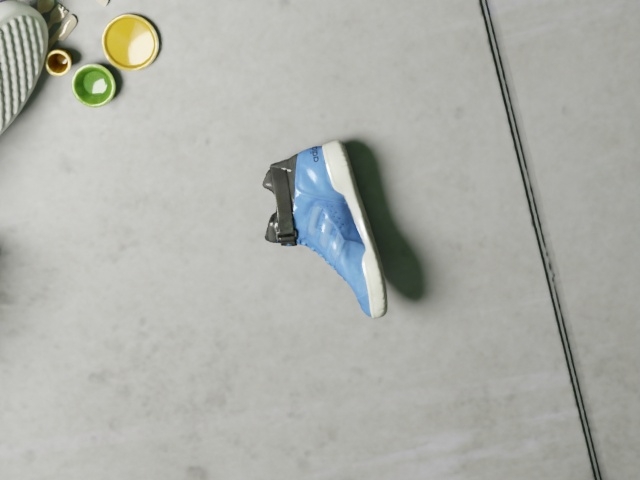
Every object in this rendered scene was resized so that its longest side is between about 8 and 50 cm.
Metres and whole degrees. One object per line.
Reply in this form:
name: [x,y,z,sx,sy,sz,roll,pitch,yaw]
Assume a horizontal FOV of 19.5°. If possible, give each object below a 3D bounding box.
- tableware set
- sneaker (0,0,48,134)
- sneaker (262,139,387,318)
tableware set: [-0.171,-0.187,1.518,0.104,0.024,0.154,41,107,-8]
sneaker: [-0.358,-0.110,1.515,0.282,0.102,0.161,-48,59,-4]
sneaker: [0.000,0.000,1.541,0.084,0.058,0.152,-17,102,5]
